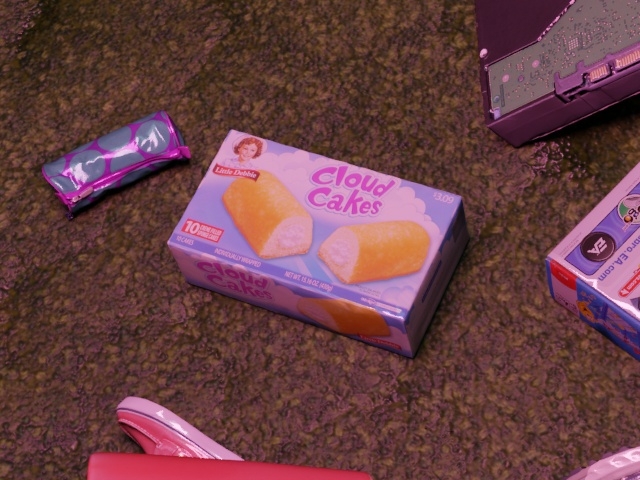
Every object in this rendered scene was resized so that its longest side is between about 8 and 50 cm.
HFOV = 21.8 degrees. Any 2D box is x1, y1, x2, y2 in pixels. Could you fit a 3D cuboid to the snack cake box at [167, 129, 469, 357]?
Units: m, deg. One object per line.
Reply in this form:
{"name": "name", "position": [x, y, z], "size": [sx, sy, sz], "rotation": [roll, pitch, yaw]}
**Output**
{"name": "snack cake box", "position": [0.000, 0.000, 1.681], "size": [0.264, 0.089, 0.152], "rotation": [17, 65, 20]}

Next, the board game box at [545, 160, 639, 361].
{"name": "board game box", "position": [0.430, 0.016, 1.586], "size": [0.308, 0.086, 0.302], "rotation": [-43, 61, -15]}

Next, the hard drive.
{"name": "hard drive", "position": [0.273, -0.288, 1.756], "size": [0.237, 0.064, 0.339], "rotation": [-25, 50, 33]}

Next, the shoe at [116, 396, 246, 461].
{"name": "shoe", "position": [-0.141, 0.222, 1.588], "size": [0.178, 0.063, 0.081], "rotation": [29, 63, 20]}

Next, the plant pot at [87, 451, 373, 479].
{"name": "plant pot", "position": [-0.068, 0.305, 1.422], "size": [0.243, 0.275, 0.275], "rotation": [-5, 58, -5]}

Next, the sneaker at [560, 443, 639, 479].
{"name": "sneaker", "position": [0.244, 0.269, 1.464], "size": [0.283, 0.110, 0.122], "rotation": [-25, 64, 12]}

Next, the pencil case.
{"name": "pencil case", "position": [-0.220, -0.084, 1.789], "size": [0.152, 0.064, 0.070], "rotation": [-26, 42, -5]}
